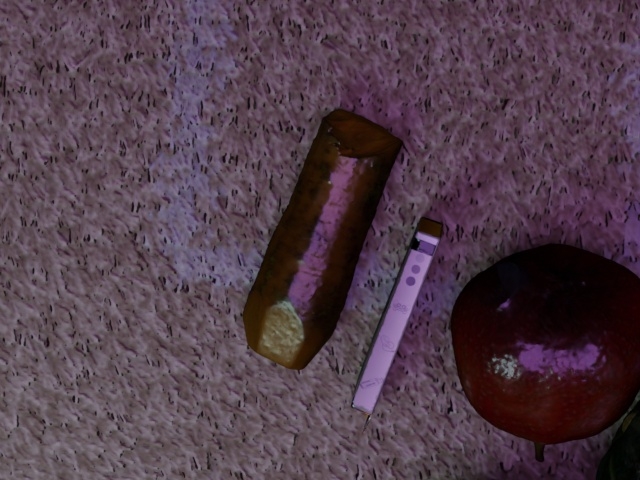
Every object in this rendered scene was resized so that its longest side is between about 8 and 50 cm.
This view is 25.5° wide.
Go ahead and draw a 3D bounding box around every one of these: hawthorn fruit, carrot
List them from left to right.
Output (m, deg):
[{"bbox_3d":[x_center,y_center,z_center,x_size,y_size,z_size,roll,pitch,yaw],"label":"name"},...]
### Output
[{"bbox_3d":[0.000,0.000,1.659,0.114,0.114,0.301,21,98,1],"label":"carrot"},{"bbox_3d":[0.259,0.145,1.618,0.230,0.210,0.266,5,112,-2],"label":"hawthorn fruit"}]

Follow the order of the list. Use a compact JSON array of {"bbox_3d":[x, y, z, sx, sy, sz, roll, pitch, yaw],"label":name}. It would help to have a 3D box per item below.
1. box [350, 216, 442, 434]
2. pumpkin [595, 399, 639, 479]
[{"bbox_3d":[0.085,0.096,1.655,0.033,0.129,0.247,21,98,2],"label":"box"},{"bbox_3d":[0.425,0.254,1.563,0.207,0.300,0.300,36,99,9],"label":"pumpkin"}]
